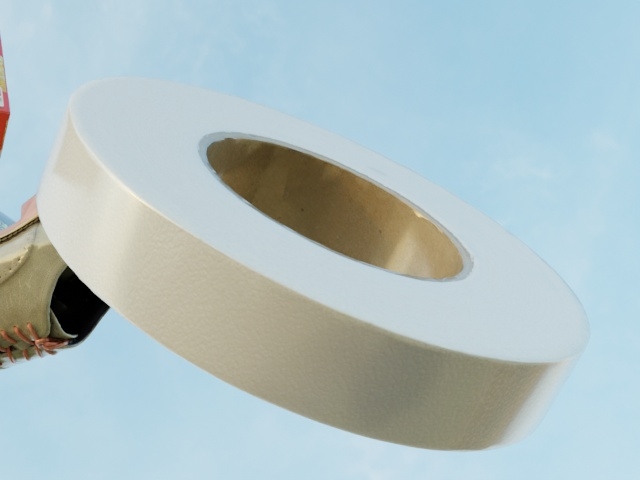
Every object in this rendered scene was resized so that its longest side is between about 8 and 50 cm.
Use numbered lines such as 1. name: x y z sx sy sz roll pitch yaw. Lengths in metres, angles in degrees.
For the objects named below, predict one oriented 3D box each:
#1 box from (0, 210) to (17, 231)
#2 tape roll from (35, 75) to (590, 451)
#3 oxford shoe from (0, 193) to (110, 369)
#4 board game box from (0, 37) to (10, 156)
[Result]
1. box: -0.413 -0.006 1.186 0.183 0.233 0.059 39 -89 -25
2. tape roll: 0.000 0.000 0.715 0.392 0.392 0.072 17 -71 -24
3. oxford shoe: -0.302 0.070 0.978 0.348 0.130 0.123 -41 -40 -1
4. board game box: -0.295 -0.141 0.690 0.147 0.193 0.045 3 -44 -27
